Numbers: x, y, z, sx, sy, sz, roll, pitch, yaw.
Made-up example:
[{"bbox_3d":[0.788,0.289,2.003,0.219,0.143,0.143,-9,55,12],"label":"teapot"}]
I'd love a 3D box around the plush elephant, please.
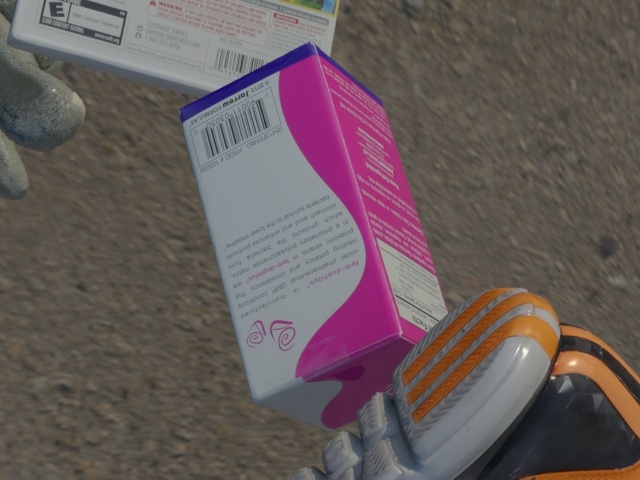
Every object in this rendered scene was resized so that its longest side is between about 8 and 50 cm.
[{"bbox_3d":[-0.368,-0.148,1.659,0.272,0.255,0.330,-28,66,5],"label":"plush elephant"}]

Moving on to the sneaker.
[{"bbox_3d":[0.048,0.186,0.793,0.180,0.124,0.321,41,107,-17],"label":"sneaker"}]

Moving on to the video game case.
[{"bbox_3d":[-0.092,-0.206,1.187,0.227,0.026,0.206,14,76,-17],"label":"video game case"}]

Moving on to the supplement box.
[{"bbox_3d":[0.000,0.000,1.107,0.111,0.114,0.220,-25,62,19],"label":"supplement box"}]
